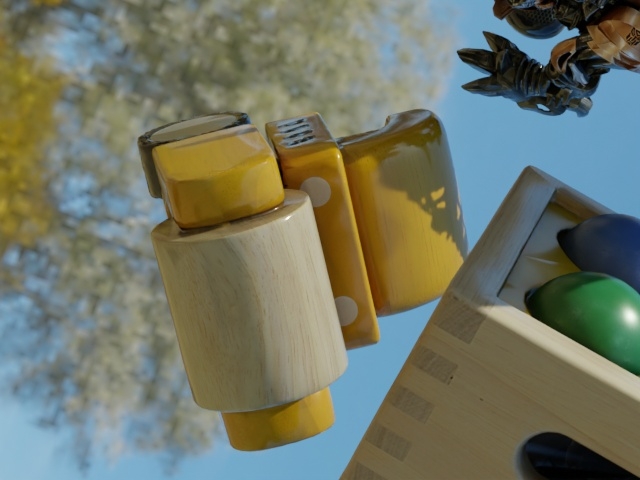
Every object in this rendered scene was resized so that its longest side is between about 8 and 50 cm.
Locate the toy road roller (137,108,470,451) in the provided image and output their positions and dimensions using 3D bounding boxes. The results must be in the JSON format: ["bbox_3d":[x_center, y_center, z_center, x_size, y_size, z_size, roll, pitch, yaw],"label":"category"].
[{"bbox_3d":[0.000,0.000,1.411,0.329,0.241,0.202,-115,-169,-75],"label":"toy road roller"}]

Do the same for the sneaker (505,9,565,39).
[{"bbox_3d":[0.202,-0.289,1.595,0.130,0.087,0.227,-97,-160,-88],"label":"sneaker"}]

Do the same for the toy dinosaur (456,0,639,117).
[{"bbox_3d":[0.219,-0.175,1.438,0.164,0.322,0.218,-34,-173,-21],"label":"toy dinosaur"}]

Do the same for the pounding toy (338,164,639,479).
[{"bbox_3d":[0.123,0.054,0.579,0.094,0.181,0.206,-63,174,23],"label":"pounding toy"}]
